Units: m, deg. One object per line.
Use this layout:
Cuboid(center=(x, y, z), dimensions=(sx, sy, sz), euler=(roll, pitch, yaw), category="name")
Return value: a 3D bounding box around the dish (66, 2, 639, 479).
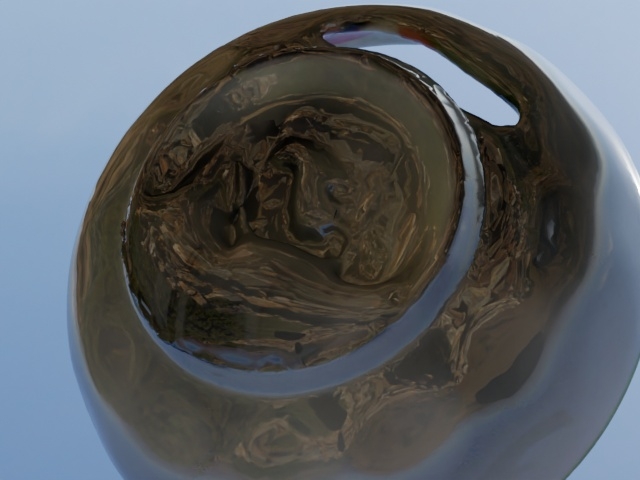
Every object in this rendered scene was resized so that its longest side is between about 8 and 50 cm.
Cuboid(center=(0.000, 0.000, 0.789), dimensions=(0.324, 0.124, 0.324), euler=(-8, -117, 17), category="dish")
